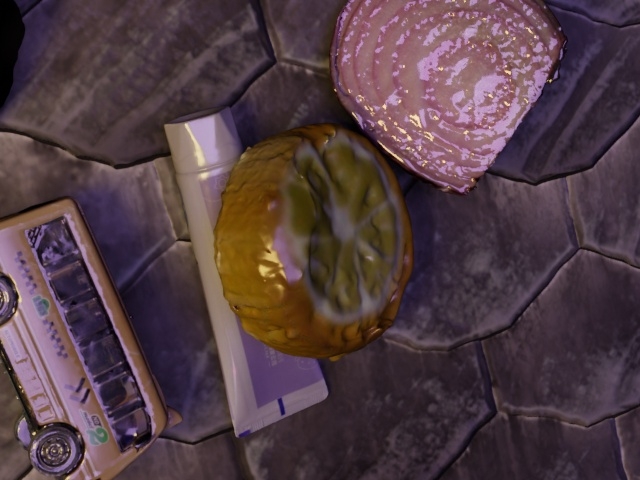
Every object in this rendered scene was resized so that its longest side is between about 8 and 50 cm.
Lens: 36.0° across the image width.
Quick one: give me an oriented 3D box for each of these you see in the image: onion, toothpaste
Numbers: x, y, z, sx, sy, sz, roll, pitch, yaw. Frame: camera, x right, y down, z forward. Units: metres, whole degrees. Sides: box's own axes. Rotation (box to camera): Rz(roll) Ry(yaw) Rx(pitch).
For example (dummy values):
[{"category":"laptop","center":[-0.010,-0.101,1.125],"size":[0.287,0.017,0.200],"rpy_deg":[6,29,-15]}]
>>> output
[{"category":"onion","center":[0.137,-0.204,1.156],"size":[0.247,0.111,0.250],"rpy_deg":[36,92,5]},{"category":"toothpaste","center":[-0.088,0.038,1.106],"size":[0.125,0.080,0.371],"rpy_deg":[-22,105,-24]}]

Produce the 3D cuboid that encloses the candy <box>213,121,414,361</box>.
[{"category":"candy","center":[0.000,0.000,1.066],"size":[0.260,0.118,0.260],"rpy_deg":[1,88,-50]}]

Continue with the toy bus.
[{"category":"toy bus","center":[-0.266,0.105,1.014],"size":[0.157,0.139,0.289],"rpy_deg":[-25,98,-21]}]

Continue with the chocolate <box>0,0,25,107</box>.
[{"category":"chocolate","center":[-0.424,-0.202,0.952],"size":[0.224,0.206,0.177],"rpy_deg":[-35,60,-24]}]
